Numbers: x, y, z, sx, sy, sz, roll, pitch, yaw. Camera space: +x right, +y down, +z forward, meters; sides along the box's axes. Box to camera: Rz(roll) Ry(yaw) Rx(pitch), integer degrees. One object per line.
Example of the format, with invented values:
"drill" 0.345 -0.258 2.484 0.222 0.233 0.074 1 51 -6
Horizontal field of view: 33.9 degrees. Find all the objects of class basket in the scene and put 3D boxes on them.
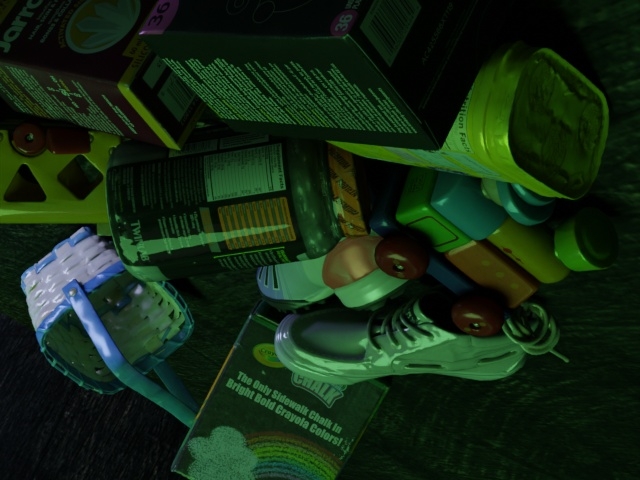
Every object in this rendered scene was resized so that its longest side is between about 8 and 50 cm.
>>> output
"basket" -0.289 0.132 1.510 0.289 0.201 0.255 53 178 33

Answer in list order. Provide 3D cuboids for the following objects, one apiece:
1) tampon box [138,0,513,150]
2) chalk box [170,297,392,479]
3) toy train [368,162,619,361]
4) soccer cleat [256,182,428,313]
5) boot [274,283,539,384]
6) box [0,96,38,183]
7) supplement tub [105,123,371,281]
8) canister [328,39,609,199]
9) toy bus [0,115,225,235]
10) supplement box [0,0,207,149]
"tampon box" 0.004 -0.131 0.591 0.161 0.120 0.101 10 156 41
"chalk box" -0.022 0.165 1.248 0.180 0.289 0.179 29 -166 1
"toy train" 0.170 0.016 0.810 0.248 0.105 0.143 36 146 -25
"soccer cleat" 0.000 0.000 1.012 0.116 0.109 0.318 60 162 -8
"boot" 0.083 0.080 1.029 0.258 0.095 0.123 0 151 -1
"box" -0.408 -0.153 1.132 0.184 0.103 0.261 23 161 22
"supplement tub" -0.061 -0.035 0.820 0.190 0.117 0.117 -8 153 8
"canister" 0.078 -0.082 0.666 0.170 0.073 0.126 14 177 39
"toy bus" -0.197 -0.059 0.936 0.202 0.104 0.191 12 -164 38
"supplement box" -0.171 -0.148 0.812 0.188 0.104 0.081 15 157 32
